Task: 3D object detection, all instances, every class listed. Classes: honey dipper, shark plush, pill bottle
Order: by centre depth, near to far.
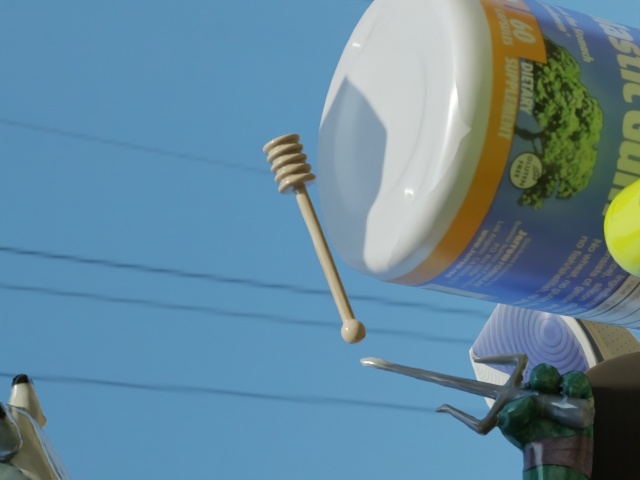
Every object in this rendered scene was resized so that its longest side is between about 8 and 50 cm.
[{"bbox_3d":[0.148,-0.034,0.947,0.272,0.152,0.152,11,-97,-25],"label":"pill bottle"},{"bbox_3d":[-0.169,0.144,1.026,0.067,0.073,0.161,-27,-72,8],"label":"shark plush"},{"bbox_3d":[0.000,0.000,1.342,0.030,0.030,0.161,-11,-106,-43],"label":"honey dipper"}]

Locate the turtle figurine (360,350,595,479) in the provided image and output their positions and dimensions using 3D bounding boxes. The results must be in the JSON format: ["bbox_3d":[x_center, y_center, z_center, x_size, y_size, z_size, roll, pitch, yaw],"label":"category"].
[{"bbox_3d":[0.040,0.108,0.621,0.175,0.234,0.118,-27,-82,-29],"label":"turtle figurine"}]

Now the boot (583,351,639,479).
[{"bbox_3d":[0.243,0.100,0.701,0.115,0.305,0.112,59,-141,-67],"label":"boot"}]

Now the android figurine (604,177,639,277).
[{"bbox_3d":[0.230,-0.044,0.755,0.248,0.273,0.056,-24,-94,-19],"label":"android figurine"}]

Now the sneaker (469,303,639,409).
[{"bbox_3d":[0.282,0.148,1.533,0.182,0.315,0.127,-19,-32,-52],"label":"sneaker"}]
